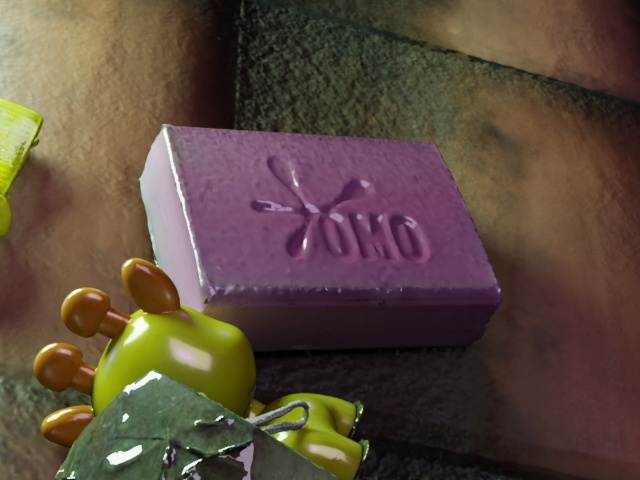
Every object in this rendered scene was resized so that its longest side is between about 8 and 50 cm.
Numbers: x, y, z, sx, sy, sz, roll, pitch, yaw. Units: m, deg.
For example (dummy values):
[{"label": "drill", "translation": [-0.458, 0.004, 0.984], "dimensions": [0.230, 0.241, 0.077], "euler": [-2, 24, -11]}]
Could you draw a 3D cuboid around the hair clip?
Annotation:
[{"label": "hair clip", "translation": [-0.255, -0.034, 0.894], "dimensions": [0.072, 0.046, 0.173], "euler": [20, 47, -2]}]

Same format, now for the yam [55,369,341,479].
[{"label": "yam", "translation": [-0.072, 0.219, 0.606], "dimensions": [0.201, 0.202, 0.271], "euler": [11, 65, 18]}]

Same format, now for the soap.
[{"label": "soap", "translation": [0.000, -0.001, 0.959], "dimensions": [0.259, 0.081, 0.181], "euler": [2, 50, -24]}]

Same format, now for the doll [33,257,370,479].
[{"label": "doll", "translation": [-0.082, 0.111, 0.795], "dimensions": [0.221, 0.143, 0.135], "euler": [30, 14, -6]}]
